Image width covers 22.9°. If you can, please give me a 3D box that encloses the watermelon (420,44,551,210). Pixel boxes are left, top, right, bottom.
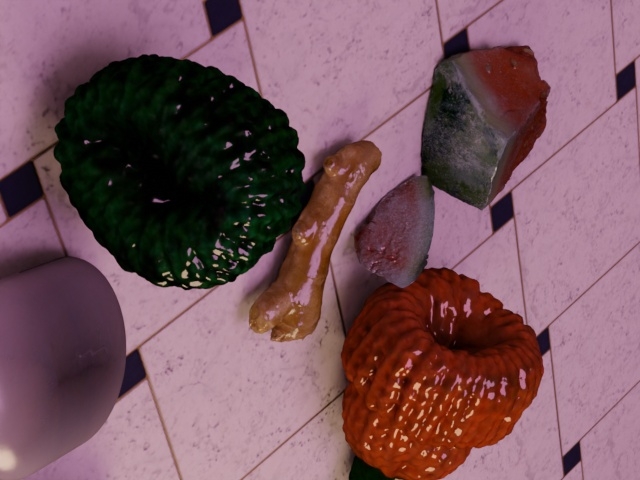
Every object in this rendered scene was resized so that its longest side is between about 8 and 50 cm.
[{"bbox_3d":[0.268,-0.188,2.296,0.257,0.140,0.193,-32,140,-44],"label":"watermelon"}]

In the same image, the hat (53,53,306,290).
[{"bbox_3d":[-0.124,-0.092,1.790,0.242,0.274,0.332,-41,173,21],"label":"hat"}]

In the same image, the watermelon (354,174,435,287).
[{"bbox_3d":[0.110,-0.013,2.233,0.094,0.081,0.180,43,54,-16],"label":"watermelon"}]

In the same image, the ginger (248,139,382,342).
[{"bbox_3d":[-0.003,-0.001,2.115,0.118,0.065,0.298,27,87,-56],"label":"ginger"}]

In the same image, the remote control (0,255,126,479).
[{"bbox_3d":[-0.307,0.138,1.748,0.332,0.103,0.221,-24,115,-67],"label":"remote control"}]

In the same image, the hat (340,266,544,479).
[{"bbox_3d":[0.122,0.234,2.308,0.285,0.285,0.400,-12,148,-45],"label":"hat"}]
